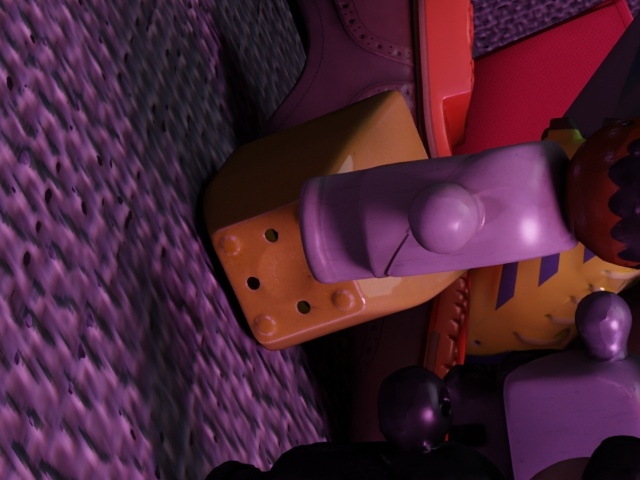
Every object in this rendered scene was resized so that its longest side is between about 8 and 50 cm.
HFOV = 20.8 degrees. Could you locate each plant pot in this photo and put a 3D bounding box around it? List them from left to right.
[{"bbox_3d":[0.000,0.000,0.682,0.081,0.081,0.083,66,24,-11],"label":"plant pot"}]

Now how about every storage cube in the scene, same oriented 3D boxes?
[{"bbox_3d":[0.157,-0.031,1.193,0.184,0.193,0.215,18,50,-76],"label":"storage cube"}]

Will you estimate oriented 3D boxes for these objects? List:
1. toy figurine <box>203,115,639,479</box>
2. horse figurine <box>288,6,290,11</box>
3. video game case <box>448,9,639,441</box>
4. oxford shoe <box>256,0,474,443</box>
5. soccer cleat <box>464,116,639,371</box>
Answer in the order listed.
[{"bbox_3d":[0.078,0.077,0.567,0.213,0.148,0.209,60,36,-40],"label":"toy figurine"},{"bbox_3d":[-0.024,-0.225,1.035,0.263,0.066,0.174,-86,158,-72],"label":"horse figurine"},{"bbox_3d":[0.153,0.030,0.883,0.036,0.300,0.329,25,28,-17],"label":"video game case"},{"bbox_3d":[0.019,-0.007,0.794,0.097,0.098,0.271,88,4,-64],"label":"oxford shoe"},{"bbox_3d":[0.115,0.012,0.847,0.289,0.093,0.121,159,-68,-63],"label":"soccer cleat"}]
